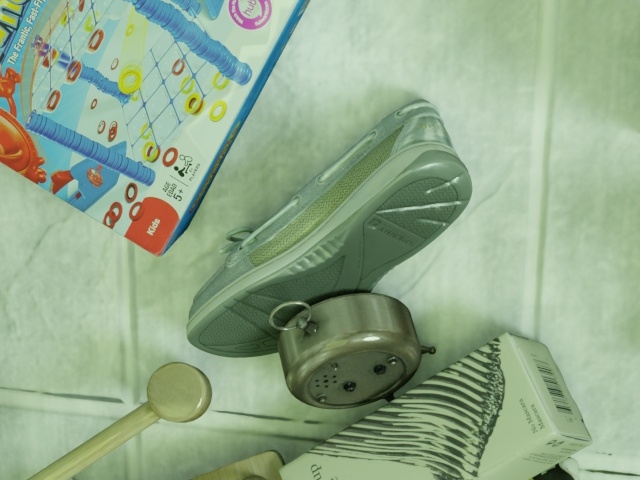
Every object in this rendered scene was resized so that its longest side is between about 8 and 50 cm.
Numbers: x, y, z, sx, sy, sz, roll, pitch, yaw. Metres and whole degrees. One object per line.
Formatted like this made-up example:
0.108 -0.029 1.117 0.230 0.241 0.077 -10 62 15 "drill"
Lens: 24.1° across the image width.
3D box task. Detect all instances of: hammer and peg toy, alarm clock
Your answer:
-0.140 0.315 1.471 0.266 0.127 0.361 -22 83 5 "hammer and peg toy"
0.017 0.099 1.377 0.129 0.064 0.192 -31 139 22 "alarm clock"

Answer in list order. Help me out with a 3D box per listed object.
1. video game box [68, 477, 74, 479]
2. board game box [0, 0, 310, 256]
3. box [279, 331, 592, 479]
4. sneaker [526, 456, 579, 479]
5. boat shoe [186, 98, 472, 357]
-0.257 0.375 1.598 0.205 0.048 0.187 41 110 -3 "video game box"
-0.197 -0.192 1.361 0.302 0.086 0.308 30 113 1 "board game box"
0.105 0.201 1.404 0.275 0.094 0.113 -35 63 21 "box"
0.320 0.354 1.402 0.384 0.145 0.147 33 114 -1 "sneaker"
-0.001 -0.002 1.381 0.118 0.103 0.320 27 124 -38 "boat shoe"
